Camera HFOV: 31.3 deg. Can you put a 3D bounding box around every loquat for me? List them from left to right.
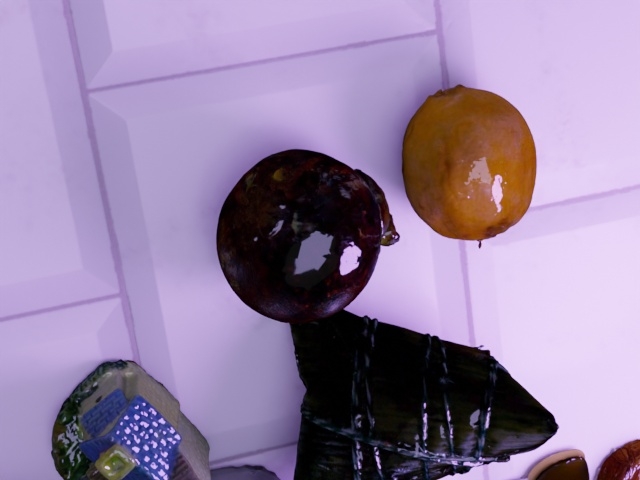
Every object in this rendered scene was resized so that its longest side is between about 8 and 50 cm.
[{"bbox_3d":[0.207,-0.100,1.582,0.187,0.176,0.234,-10,105,5],"label":"loquat"}]

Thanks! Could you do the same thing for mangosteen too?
[{"bbox_3d":[0.000,0.000,1.542,0.289,0.231,0.231,12,103,-46],"label":"mangosteen"}]

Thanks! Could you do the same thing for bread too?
[{"bbox_3d":[0.524,0.405,1.850,0.161,0.073,0.160,-4,104,-17],"label":"bread"}]

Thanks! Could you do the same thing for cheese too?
[{"bbox_3d":[0.348,0.388,1.819,0.163,0.036,0.086,-14,111,-11],"label":"cheese"}]

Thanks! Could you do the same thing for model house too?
[{"bbox_3d":[-0.263,0.303,1.556,0.195,0.189,0.214,-38,112,-5],"label":"model house"}]

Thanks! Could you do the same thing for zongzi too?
[{"bbox_3d":[0.095,0.291,1.608,0.384,0.319,0.362,14,86,0],"label":"zongzi"}]

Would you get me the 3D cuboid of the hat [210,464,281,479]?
[{"bbox_3d":[-0.105,0.476,1.613,0.168,0.301,0.258,-27,112,18],"label":"hat"}]
